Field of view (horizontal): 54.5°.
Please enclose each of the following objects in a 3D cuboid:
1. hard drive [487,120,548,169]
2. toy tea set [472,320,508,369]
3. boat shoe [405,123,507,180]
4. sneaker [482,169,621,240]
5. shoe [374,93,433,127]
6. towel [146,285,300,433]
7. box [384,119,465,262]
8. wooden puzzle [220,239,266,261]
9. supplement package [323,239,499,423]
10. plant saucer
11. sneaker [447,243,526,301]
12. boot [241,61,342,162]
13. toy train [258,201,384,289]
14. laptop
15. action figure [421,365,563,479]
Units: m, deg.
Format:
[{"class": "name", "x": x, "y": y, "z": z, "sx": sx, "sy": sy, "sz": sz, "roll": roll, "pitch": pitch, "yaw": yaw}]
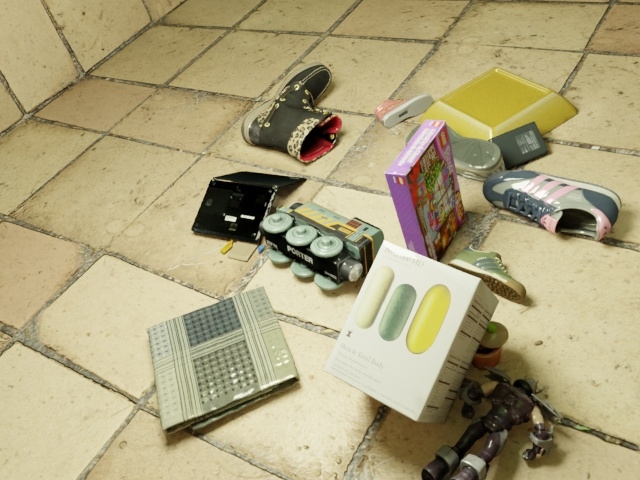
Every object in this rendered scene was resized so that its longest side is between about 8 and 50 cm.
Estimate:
[{"class": "hard drive", "x": 0.528, "y": -0.251, "z": 1.661, "sx": 0.135, "sy": 0.022, "sz": 0.094, "roll": -22, "pitch": 83, "yaw": -5}, {"class": "toy tea set", "x": 0.222, "y": 0.158, "z": 1.298, "sx": 0.335, "sy": 0.124, "sz": 0.200, "roll": 3, "pitch": 46, "yaw": 22}, {"class": "boat shoe", "x": 0.365, "y": -0.236, "z": 1.698, "sx": 0.320, "sy": 0.103, "sz": 0.118, "roll": 26, "pitch": 77, "yaw": 44}, {"class": "sneaker", "x": 0.523, "y": -0.082, "z": 1.458, "sx": 0.318, "sy": 0.112, "sz": 0.131, "roll": 11, "pitch": 47, "yaw": 30}, {"class": "shoe", "x": 0.257, "y": -0.421, "z": 1.940, "sx": 0.177, "sy": 0.064, "sz": 0.081, "roll": -28, "pitch": 48, "yaw": -5}, {"class": "towel", "x": -0.229, "y": 0.265, "z": 1.407, "sx": 0.312, "sy": 0.056, "sz": 0.324, "roll": -20, "pitch": 40, "yaw": -7}, {"class": "box", "x": 0.250, "y": -0.099, "z": 1.434, "sx": 0.057, "sy": 0.293, "sz": 0.201, "roll": 11, "pitch": 50, "yaw": 35}, {"class": "wooden puzzle", "x": -0.207, "y": 0.024, "z": 1.671, "sx": 0.116, "sy": 0.014, "sz": 0.079, "roll": 17, "pitch": 57, "yaw": 33}, {"class": "supplement package", "x": 0.175, "y": 0.174, "z": 1.159, "sx": 0.199, "sy": 0.198, "sz": 0.263, "roll": 23, "pitch": 85, "yaw": 29}, {"class": "plant saucer", "x": 0.508, "y": -0.389, "z": 1.811, "sx": 0.332, "sy": 0.081, "sz": 0.333, "roll": -32, "pitch": 45, "yaw": -15}, {"class": "sneaker", "x": 0.384, "y": 0.062, "z": 1.387, "sx": 0.192, "sy": 0.064, "sz": 0.086, "roll": 25, "pitch": 62, "yaw": 41}, {"class": "boot", "x": -0.039, "y": -0.405, "z": 1.969, "sx": 0.377, "sy": 0.138, "sz": 0.284, "roll": -42, "pitch": 46, "yaw": -19}, {"class": "toy train", "x": 0.000, "y": 0.000, "z": 1.545, "sx": 0.190, "sy": 0.142, "sz": 0.333, "roll": -32, "pitch": 41, "yaw": -33}, {"class": "laptop", "x": -0.204, "y": -0.106, "z": 1.793, "sx": 0.234, "sy": 0.136, "sz": 0.265, "roll": 9, "pitch": 71, "yaw": 28}, {"class": "action figure", "x": 0.304, "y": 0.339, "z": 1.109, "sx": 0.285, "sy": 0.099, "sz": 0.185, "roll": -37, "pitch": 38, "yaw": -25}]
